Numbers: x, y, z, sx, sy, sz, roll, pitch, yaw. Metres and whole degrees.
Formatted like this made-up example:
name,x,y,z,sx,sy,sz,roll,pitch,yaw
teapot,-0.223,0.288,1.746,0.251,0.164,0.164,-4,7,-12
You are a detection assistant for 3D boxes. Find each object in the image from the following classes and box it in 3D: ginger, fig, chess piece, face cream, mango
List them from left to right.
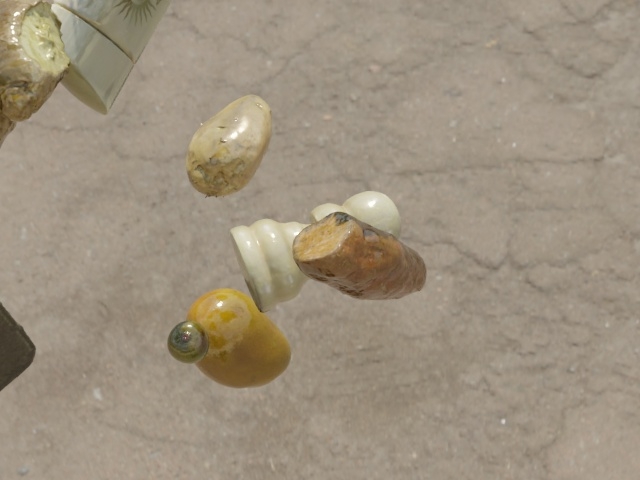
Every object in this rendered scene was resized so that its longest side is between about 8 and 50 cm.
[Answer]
name,x,y,z,sx,sy,sz,roll,pitch,yaw
ginger,-0.441,-0.203,1.269,0.221,0.130,0.276,34,100,35
face cream,-0.296,-0.375,1.408,0.081,0.173,0.349,20,78,36
fig,-0.229,0.181,1.657,0.074,0.088,0.074,-1,66,3
mango,-0.172,0.212,1.929,0.175,0.254,0.139,-44,28,-8
chess piece,0.000,0.000,1.690,0.299,0.167,0.167,-23,50,-8

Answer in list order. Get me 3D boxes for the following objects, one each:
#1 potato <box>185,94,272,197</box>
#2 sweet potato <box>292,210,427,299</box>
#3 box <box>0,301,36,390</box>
name,x,y,z,sx,sy,sz,roll,pitch,yaw
potato,-0.177,-0.194,1.904,0.234,0.128,0.161,-42,59,-14
sweet potato,0.061,0.023,1.144,0.097,0.251,0.097,-9,75,36
box,-0.330,0.027,0.578,0.184,0.273,0.143,-42,55,-18
